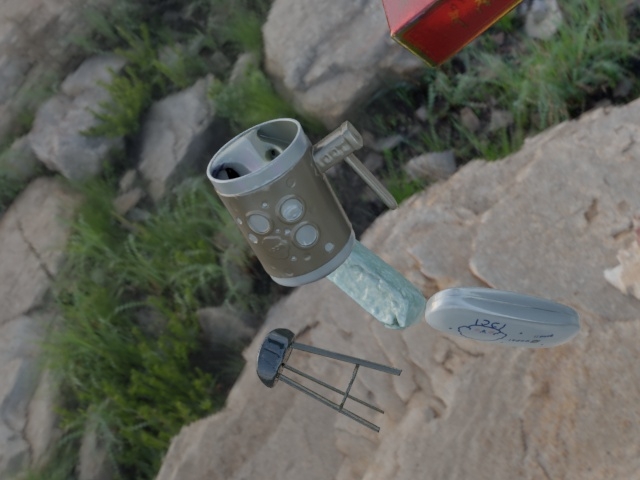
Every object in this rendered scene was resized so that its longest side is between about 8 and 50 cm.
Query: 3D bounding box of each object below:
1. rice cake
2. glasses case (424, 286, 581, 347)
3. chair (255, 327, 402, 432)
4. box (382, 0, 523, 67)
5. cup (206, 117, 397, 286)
[{"bbox_3d":[0.000,0.000,0.918,0.245,0.045,0.042,39,118,25],"label":"rice cake"},{"bbox_3d":[0.222,0.094,1.187,0.076,0.197,0.049,127,150,-55],"label":"glasses case"},{"bbox_3d":[0.006,0.217,1.531,0.221,0.095,0.104,24,67,1],"label":"chair"},{"bbox_3d":[0.149,-0.378,1.131,0.197,0.089,0.313,-36,45,31],"label":"box"},{"bbox_3d":[-0.013,-0.032,0.681,0.102,0.099,0.074,-34,30,-10],"label":"cup"}]
